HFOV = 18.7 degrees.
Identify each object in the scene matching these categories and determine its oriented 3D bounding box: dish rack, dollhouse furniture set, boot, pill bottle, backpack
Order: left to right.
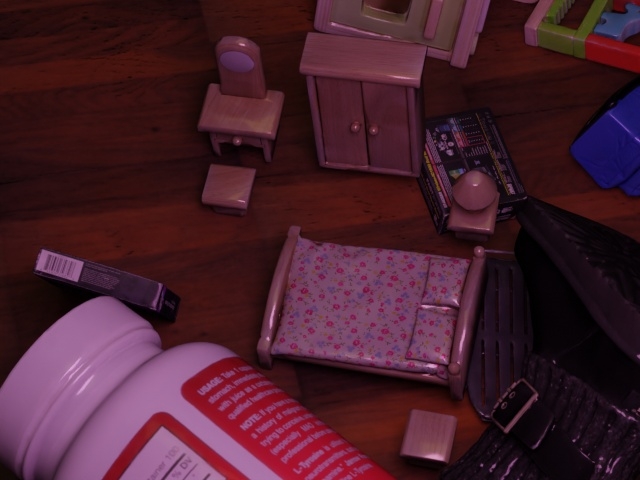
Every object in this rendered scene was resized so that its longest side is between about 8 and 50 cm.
[{"bbox_3d":[-0.077,0.233,1.619,0.407,0.229,0.229,37,60,17],"label":"pill bottle"},{"bbox_3d":[0.000,0.000,1.799,0.303,0.174,0.356,8,60,10],"label":"dollhouse furniture set"},{"bbox_3d":[0.201,0.126,1.710,0.131,0.260,0.348,24,18,-17],"label":"boot"},{"bbox_3d":[0.268,0.089,1.848,0.271,0.074,0.208,5,56,-4],"label":"dish rack"},{"bbox_3d":[0.328,-0.110,1.976,0.101,0.098,0.120,49,53,-1],"label":"backpack"}]

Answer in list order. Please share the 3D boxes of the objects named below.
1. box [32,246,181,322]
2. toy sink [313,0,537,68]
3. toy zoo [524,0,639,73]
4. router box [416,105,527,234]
[{"bbox_3d":[-0.192,0.042,1.775,0.116,0.162,0.029,17,83,3],"label":"box"},{"bbox_3d":[0.123,-0.281,2.028,0.234,0.153,0.131,13,56,1],"label":"toy sink"},{"bbox_3d":[0.389,-0.247,2.065,0.293,0.030,0.192,18,56,23],"label":"toy zoo"},{"bbox_3d":[0.145,-0.071,1.959,0.092,0.038,0.122,-11,58,-14],"label":"router box"}]
